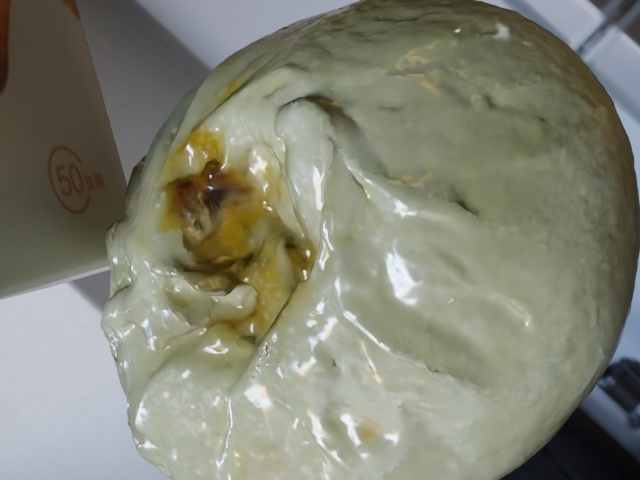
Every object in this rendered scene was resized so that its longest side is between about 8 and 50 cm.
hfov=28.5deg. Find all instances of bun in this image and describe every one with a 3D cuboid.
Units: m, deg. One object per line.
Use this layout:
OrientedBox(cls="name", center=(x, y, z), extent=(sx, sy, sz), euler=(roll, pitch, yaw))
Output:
OrientedBox(cls="bun", center=(0.000, 0.000, 0.456), extent=(0.222, 0.222, 0.127), euler=(-48, -43, 5))

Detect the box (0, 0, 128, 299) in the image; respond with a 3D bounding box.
OrientedBox(cls="box", center=(-0.215, -0.126, 0.471), extent=(0.143, 0.341, 0.225), euler=(-13, 3, 20))
